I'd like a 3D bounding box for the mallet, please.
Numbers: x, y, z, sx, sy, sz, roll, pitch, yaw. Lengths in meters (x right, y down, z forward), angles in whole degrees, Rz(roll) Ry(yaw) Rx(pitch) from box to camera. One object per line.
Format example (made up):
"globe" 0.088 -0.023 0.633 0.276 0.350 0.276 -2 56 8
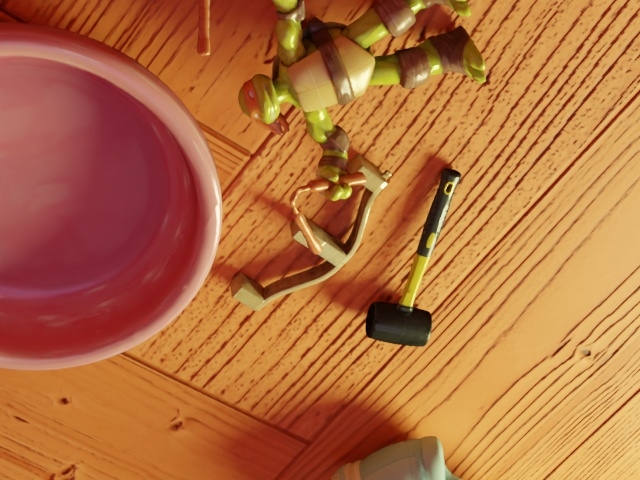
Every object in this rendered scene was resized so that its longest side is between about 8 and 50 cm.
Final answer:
"mallet" 0.104 0.021 1.209 0.062 0.039 0.190 17 116 -16

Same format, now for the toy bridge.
"toy bridge" 0.000 0.000 1.186 0.063 0.026 0.188 34 114 -28

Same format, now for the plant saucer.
"plant saucer" -0.251 -0.040 1.096 0.332 0.084 0.332 -3 124 -4

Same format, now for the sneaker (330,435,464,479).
"sneaker" 0.167 0.347 1.371 0.150 0.135 0.366 -30 123 17

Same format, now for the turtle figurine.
"turtle figurine" 0.023 -0.134 1.063 0.217 0.087 0.270 -21 115 -2
